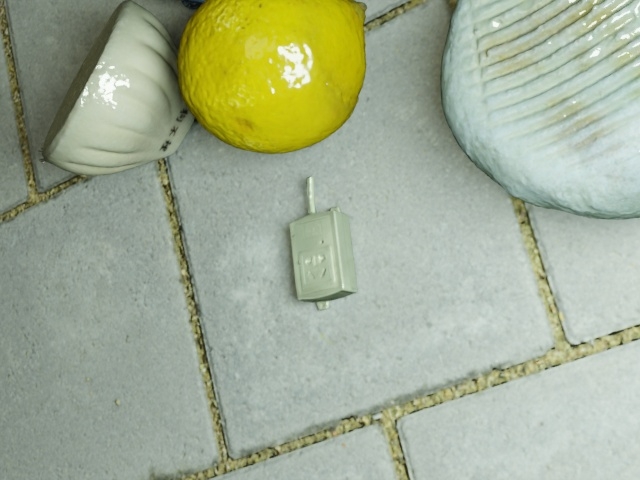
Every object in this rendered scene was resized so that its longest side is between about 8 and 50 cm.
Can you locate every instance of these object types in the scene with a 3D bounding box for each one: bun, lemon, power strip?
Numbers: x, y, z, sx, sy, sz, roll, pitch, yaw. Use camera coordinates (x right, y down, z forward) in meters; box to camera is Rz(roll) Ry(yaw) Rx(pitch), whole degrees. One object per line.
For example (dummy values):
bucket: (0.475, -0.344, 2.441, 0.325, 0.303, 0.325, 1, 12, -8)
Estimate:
bun: (0.306, -0.196, 1.171, 0.362, 0.211, 0.361, -4, 83, 32)
lemon: (-0.066, -0.222, 1.392, 0.254, 0.228, 0.228, -12, 76, 34)
power strip: (0.000, 0.000, 1.421, 0.075, 0.042, 0.175, -15, 75, 30)
bun: (-0.266, -0.191, 1.549, 0.263, 0.175, 0.263, -52, 22, 31)

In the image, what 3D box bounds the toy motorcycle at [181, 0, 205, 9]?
toy motorcycle: (-0.177, -0.404, 1.559, 0.255, 0.092, 0.135, 16, 95, 19)
